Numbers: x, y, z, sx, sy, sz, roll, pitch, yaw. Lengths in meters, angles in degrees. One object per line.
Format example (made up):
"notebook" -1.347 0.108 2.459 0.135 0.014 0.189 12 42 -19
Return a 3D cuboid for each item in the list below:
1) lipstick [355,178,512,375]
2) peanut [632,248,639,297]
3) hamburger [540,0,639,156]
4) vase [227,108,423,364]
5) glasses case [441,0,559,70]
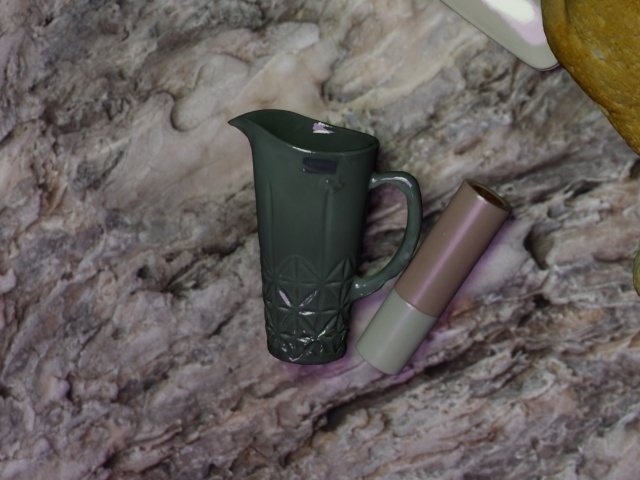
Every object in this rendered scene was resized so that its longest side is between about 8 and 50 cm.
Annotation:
"lipstick" 0.137 0.047 1.492 0.070 0.070 0.254 36 108 11
"peanut" 0.404 -0.010 1.386 0.080 0.080 0.174 21 104 15
"hamburger" 0.366 -0.220 1.265 0.170 0.290 0.314 -43 93 -23
"vase" 0.000 0.000 1.501 0.251 0.156 0.300 7 106 14
"glasses case" 0.210 -0.279 1.426 0.204 0.051 0.081 40 108 10
